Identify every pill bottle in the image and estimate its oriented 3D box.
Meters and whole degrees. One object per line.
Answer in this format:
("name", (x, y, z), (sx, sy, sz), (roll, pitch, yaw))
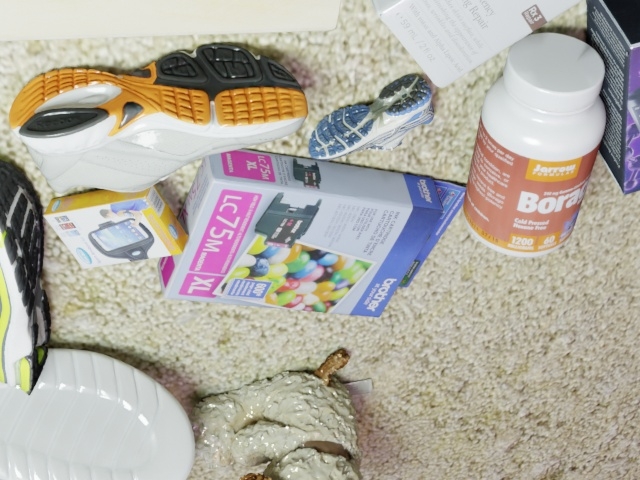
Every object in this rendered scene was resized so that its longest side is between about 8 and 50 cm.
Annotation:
("pill bottle", (0.215, -0.094, 1.078), (0.121, 0.121, 0.216), (-8, 139, -9))

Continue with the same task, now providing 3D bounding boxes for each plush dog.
("plush dog", (-0.011, 0.279, 1.349), (0.262, 0.225, 0.210), (24, 126, -36))

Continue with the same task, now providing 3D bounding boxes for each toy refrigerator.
("toy refrigerator", (-0.122, -0.226, 0.840), (0.269, 0.102, 0.094), (-4, 138, -13))

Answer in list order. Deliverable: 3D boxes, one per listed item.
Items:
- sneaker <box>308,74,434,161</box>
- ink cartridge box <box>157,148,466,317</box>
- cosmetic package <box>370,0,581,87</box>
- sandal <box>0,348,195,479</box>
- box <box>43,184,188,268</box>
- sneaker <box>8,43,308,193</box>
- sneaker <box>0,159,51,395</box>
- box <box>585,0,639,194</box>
("sneaker", (0.054, -0.107, 1.069), (0.135, 0.052, 0.058), (-25, 143, 11))
("ink cartridge box", (0.000, 0.000, 1.167), (0.311, 0.065, 0.186), (5, 136, -25))
("cosmetic package", (0.163, -0.245, 0.922), (0.231, 0.085, 0.117), (-31, 138, 19))
("sandal", (-0.349, 0.202, 1.228), (0.416, 0.169, 0.102), (12, 164, -15))
("box", (-0.210, -0.013, 1.077), (0.136, 0.028, 0.081), (-10, 132, 21))
("sneaker", (-0.142, -0.102, 0.993), (0.262, 0.099, 0.121), (-4, 146, -1))
("sneaker", (-0.343, 0.044, 1.076), (0.121, 0.111, 0.300), (5, 130, -5))
("box", (0.349, -0.164, 1.051), (0.153, 0.108, 0.207), (-17, 139, 1))
